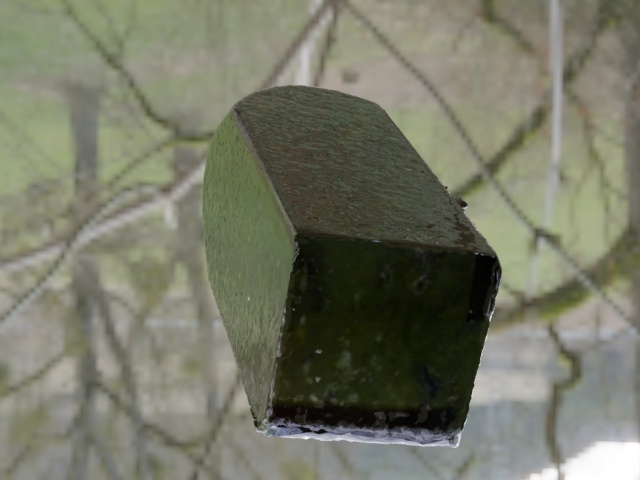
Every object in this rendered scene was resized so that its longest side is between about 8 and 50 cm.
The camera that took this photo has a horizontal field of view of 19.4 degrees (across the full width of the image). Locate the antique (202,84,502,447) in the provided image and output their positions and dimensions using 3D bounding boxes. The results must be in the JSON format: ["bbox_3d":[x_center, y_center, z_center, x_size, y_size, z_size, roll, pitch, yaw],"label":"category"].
[{"bbox_3d":[0.000,0.000,0.772,0.080,0.081,0.221,7,-161,-15],"label":"antique"}]
